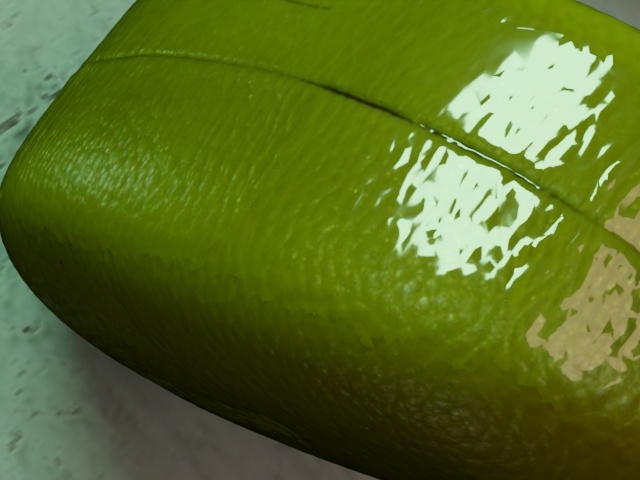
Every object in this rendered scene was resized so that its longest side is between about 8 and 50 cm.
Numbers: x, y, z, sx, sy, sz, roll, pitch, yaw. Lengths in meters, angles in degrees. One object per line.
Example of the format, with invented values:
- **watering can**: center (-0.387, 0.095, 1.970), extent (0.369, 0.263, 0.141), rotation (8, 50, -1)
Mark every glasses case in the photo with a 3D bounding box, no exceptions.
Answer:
- **glasses case**: center (0.000, 0.000, 0.644), extent (0.173, 0.371, 0.141), rotation (43, 75, -26)
